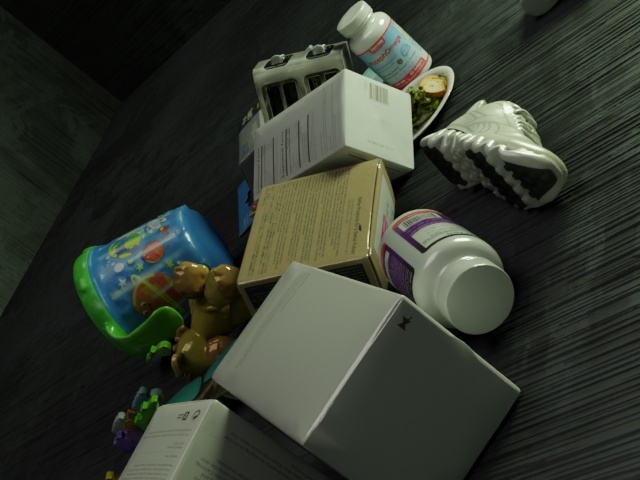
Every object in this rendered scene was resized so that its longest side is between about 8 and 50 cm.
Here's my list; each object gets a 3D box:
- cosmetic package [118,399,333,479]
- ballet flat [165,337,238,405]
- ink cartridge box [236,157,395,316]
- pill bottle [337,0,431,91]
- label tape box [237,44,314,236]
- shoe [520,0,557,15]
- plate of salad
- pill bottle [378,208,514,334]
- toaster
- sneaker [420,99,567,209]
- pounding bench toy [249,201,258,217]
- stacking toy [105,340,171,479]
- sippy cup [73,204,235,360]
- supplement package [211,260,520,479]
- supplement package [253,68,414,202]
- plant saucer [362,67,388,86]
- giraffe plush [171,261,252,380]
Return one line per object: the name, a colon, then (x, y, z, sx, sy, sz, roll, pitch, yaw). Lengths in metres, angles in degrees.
cosmetic package: (-0.158, 0.379, 1.126, 0.155, 0.197, 0.365, -17, 38, 55)
ballet flat: (-0.157, 0.225, 1.536, 0.206, 0.067, 0.073, -41, 18, 31)
ink cartridge box: (0.000, 0.000, 1.463, 0.193, 0.088, 0.234, -11, 35, 17)
pill bottle: (0.108, -0.332, 1.770, 0.087, 0.160, 0.087, -42, 23, 23)
label tape box: (-0.087, -0.199, 2.020, 0.334, 0.106, 0.240, -45, 22, 16)
shoe: (0.363, -0.414, 1.527, 0.178, 0.063, 0.081, -40, 29, 36)
plate of salad: (0.135, -0.211, 1.677, 0.200, 0.048, 0.200, -41, 24, 24)
pill bottle: (0.145, 0.037, 1.184, 0.108, 0.108, 0.193, -50, 22, 3)
toaster: (-0.019, -0.243, 1.811, 0.168, 0.185, 0.110, -11, 13, 11)
sneaker: (0.227, -0.121, 1.292, 0.118, 0.110, 0.292, -43, 22, -4)
pounding bench toy: (-0.083, -0.067, 1.855, 0.052, 0.065, 0.083, -31, 29, 41)
stacking toy: (-0.285, 0.286, 1.646, 0.167, 0.052, 0.221, -95, 30, -60)
sippy cup: (-0.284, 0.062, 1.868, 0.224, 0.240, 0.305, -35, 64, 12)
supplement package: (0.036, 0.155, 1.119, 0.175, 0.177, 0.293, -55, 21, -9)
supplement package: (0.015, -0.145, 1.636, 0.244, 0.139, 0.133, -26, 57, 47)
plant saucer: (0.106, -0.296, 1.906, 0.119, 0.021, 0.119, -42, 23, 23)
giraffe plush: (-0.169, 0.136, 1.609, 0.210, 0.181, 0.170, -4, 71, 48)
